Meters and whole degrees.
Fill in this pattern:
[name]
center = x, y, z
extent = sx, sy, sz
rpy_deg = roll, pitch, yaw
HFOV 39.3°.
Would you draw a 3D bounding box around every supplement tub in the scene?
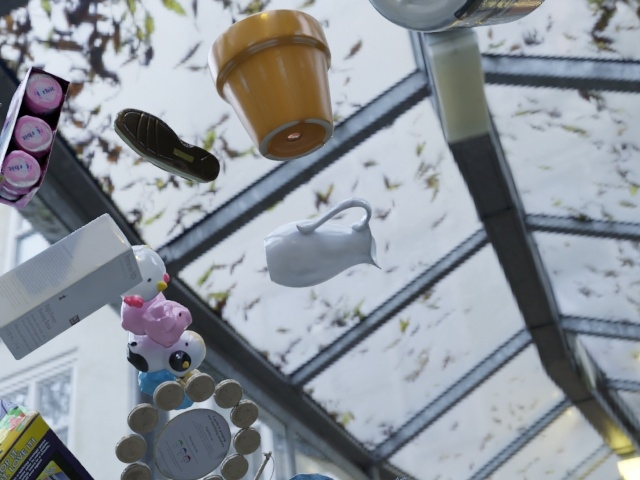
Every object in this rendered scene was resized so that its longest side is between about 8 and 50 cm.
[supplement tub]
center = 0.220, -0.413, 1.298
extent = 0.207, 0.207, 0.338
rpy_deg = -36, -8, 37

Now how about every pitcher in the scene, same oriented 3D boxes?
[pitcher]
center = 0.000, 0.000, 1.644
extent = 0.207, 0.125, 0.177
rpy_deg = -10, -46, 0

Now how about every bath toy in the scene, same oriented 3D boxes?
[bath toy]
center = -0.304, 0.165, 1.673
extent = 0.152, 0.129, 0.348
rpy_deg = -11, -49, -4

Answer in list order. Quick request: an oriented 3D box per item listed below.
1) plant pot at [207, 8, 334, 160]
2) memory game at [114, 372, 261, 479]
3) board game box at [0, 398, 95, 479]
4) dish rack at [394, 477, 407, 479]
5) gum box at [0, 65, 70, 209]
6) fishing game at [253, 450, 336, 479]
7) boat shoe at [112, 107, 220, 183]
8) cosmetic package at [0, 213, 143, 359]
[plant pot]
center = -0.066, -0.243, 1.483
extent = 0.205, 0.187, 0.205
rpy_deg = -15, -23, -7
[memory game]
center = -0.157, 0.244, 1.082
extent = 0.186, 0.012, 0.186
rpy_deg = -9, -69, -25
[board game box]
center = -0.249, 0.232, 0.683
extent = 0.048, 0.170, 0.141
rpy_deg = 9, -41, 32
[dish rack]
center = 0.066, 0.578, 1.794
extent = 0.272, 0.074, 0.208
rpy_deg = -27, -9, -44
[gum box]
center = -0.431, -0.144, 1.312
extent = 0.062, 0.188, 0.107
rpy_deg = 20, -25, -26
[fishing game]
center = -0.001, 0.463, 1.476
extent = 0.264, 0.041, 0.189
rpy_deg = 24, -70, 8
[boat shoe]
center = -0.253, -0.140, 1.419
extent = 0.190, 0.068, 0.072
rpy_deg = 34, -28, -29
[cosmetic package]
center = -0.393, 0.071, 1.366
extent = 0.231, 0.085, 0.117
rpy_deg = -33, -24, -18
